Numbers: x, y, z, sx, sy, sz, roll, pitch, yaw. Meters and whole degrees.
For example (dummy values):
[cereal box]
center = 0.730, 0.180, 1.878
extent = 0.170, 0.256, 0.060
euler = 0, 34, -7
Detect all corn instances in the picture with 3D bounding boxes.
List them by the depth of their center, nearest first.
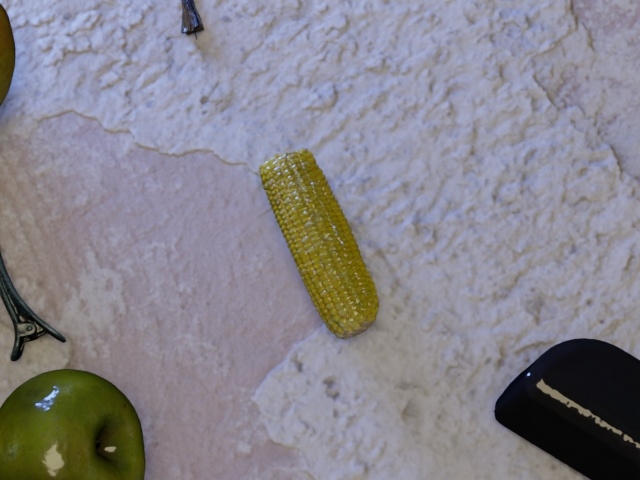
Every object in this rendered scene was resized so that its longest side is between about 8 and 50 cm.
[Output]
[corn]
center = 0.000, 0.000, 1.878
extent = 0.081, 0.081, 0.248
euler = -22, 80, -7

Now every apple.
[apple]
center = -0.295, 0.246, 1.761
extent = 0.157, 0.196, 0.196
euler = -9, 77, 26

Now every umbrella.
[umbrella]
center = -0.167, -0.294, 1.965
extent = 0.031, 0.020, 0.083
euler = -22, 77, 33

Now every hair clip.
[hair clip]
center = -0.383, 0.031, 1.874
extent = 0.070, 0.039, 0.229
euler = -22, 79, -6

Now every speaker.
[speaker]
center = 0.421, 0.220, 1.812
extent = 0.388, 0.180, 0.184
euler = 31, 71, 3

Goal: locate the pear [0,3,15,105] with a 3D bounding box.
[pear]
center = -0.462, -0.216, 1.849
extent = 0.200, 0.200, 0.200
euler = 1, 78, -3
